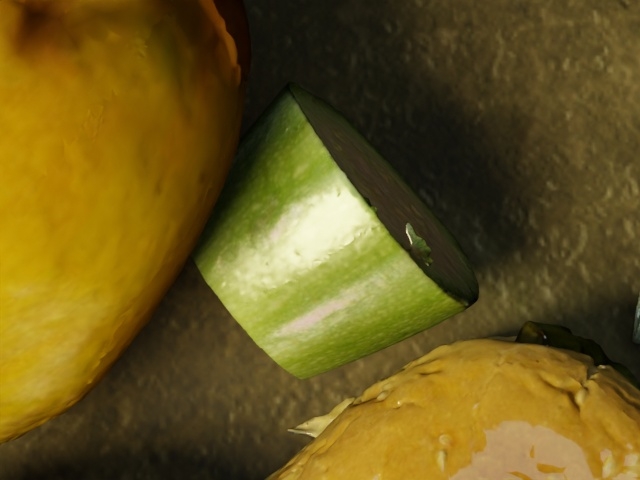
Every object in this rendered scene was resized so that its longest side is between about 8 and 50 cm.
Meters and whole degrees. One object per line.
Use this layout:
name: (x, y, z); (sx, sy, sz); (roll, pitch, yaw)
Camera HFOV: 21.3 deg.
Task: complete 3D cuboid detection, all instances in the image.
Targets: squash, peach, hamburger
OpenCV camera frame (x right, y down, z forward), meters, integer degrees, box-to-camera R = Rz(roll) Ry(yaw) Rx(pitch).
squash: (0.000, 0.000, 0.984); (0.123, 0.170, 0.170); (-38, 79, 5)
peach: (-0.199, -0.053, 0.890); (0.372, 0.373, 0.290); (-29, 56, -6)
hamburger: (0.118, 0.149, 0.942); (0.330, 0.162, 0.209); (19, 79, 10)

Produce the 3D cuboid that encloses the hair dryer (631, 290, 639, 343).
hair dryer: (0.276, 0.001, 0.982); (0.155, 0.183, 0.044); (11, 34, 4)
